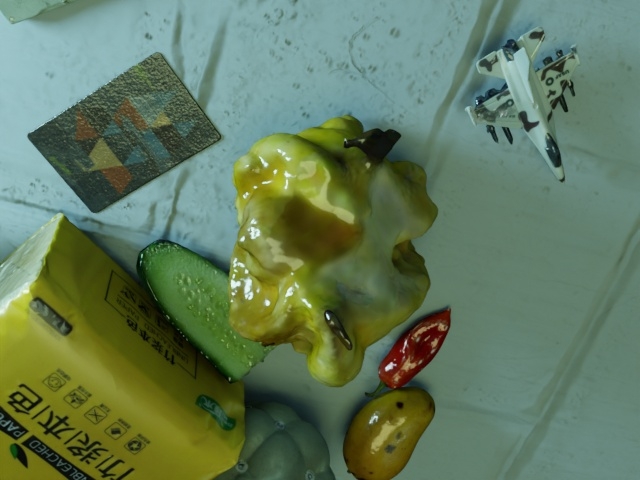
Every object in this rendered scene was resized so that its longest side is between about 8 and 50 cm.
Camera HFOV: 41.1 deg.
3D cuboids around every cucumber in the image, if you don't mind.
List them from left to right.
[{"bbox_3d":[-0.166,0.090,1.201,0.115,0.063,0.244,-49,115,-21],"label":"cucumber"}]

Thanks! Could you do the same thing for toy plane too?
[{"bbox_3d":[0.268,-0.170,1.089,0.160,0.082,0.234,-30,132,1],"label":"toy plane"}]

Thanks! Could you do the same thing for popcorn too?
[{"bbox_3d":[0.000,0.000,1.072,0.297,0.281,0.316,47,68,-20],"label":"popcorn"}]

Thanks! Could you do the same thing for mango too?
[{"bbox_3d":[0.101,0.301,1.330,0.115,0.090,0.178,18,114,-25],"label":"mango"}]

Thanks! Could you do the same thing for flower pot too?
[{"bbox_3d":[-0.094,0.365,1.292,0.246,0.195,0.246,-2,121,-3],"label":"flower pot"}]

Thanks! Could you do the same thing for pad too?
[{"bbox_3d":[-0.254,-0.134,1.106,0.211,0.003,0.143,-29,117,13],"label":"pad"}]

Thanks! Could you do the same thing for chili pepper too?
[{"bbox_3d":[0.135,0.174,1.282,0.059,0.050,0.191,39,103,-5],"label":"chili pepper"}]

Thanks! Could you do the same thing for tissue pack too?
[{"bbox_3d":[-0.331,0.205,1.166,0.293,0.228,0.382,-36,117,13],"label":"tissue pack"}]

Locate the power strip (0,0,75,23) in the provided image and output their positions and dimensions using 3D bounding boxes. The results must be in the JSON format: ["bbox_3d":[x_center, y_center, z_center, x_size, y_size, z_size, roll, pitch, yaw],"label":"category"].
[{"bbox_3d":[-0.298,-0.317,0.985,0.227,0.029,0.080,-18,121,6],"label":"power strip"}]
